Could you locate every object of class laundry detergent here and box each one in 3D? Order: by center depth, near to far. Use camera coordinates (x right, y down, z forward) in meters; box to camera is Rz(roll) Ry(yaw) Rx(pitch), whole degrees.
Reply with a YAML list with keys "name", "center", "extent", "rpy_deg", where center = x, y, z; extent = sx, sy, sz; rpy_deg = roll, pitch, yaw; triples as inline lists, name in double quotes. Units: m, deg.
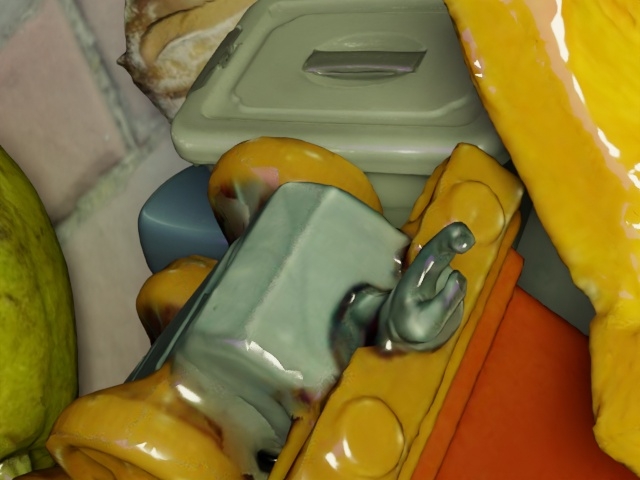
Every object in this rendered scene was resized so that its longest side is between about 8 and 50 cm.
- name: "laundry detergent"
  center: [0.000, 0.001, 0.610]
  extent: [0.206, 0.096, 0.061]
  rpy_deg: [11, 121, 34]

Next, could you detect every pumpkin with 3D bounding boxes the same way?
- name: "pumpkin"
  center: [0.193, -0.009, 0.382]
  extent: [0.095, 0.258, 0.290]
  rpy_deg: [120, 134, -59]

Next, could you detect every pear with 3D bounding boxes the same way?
- name: "pear"
  center: [-0.298, 0.051, 0.728]
  extent: [0.375, 0.287, 0.287]
  rpy_deg: [41, 111, 18]

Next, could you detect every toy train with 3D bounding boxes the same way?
- name: "toy train"
  center: [0.005, 0.097, 0.489]
  extent: [0.231, 0.163, 0.369]
  rpy_deg: [35, 148, -6]

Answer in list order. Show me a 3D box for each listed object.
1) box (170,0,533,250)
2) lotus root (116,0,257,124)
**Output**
- name: "box"
  center: [0.031, -0.052, 0.529]
  extent: [0.172, 0.093, 0.124]
  rpy_deg: [6, 50, 28]
- name: "lotus root"
  center: [0.024, -0.136, 0.596]
  extent: [0.329, 0.078, 0.167]
  rpy_deg: [-13, 117, 38]
